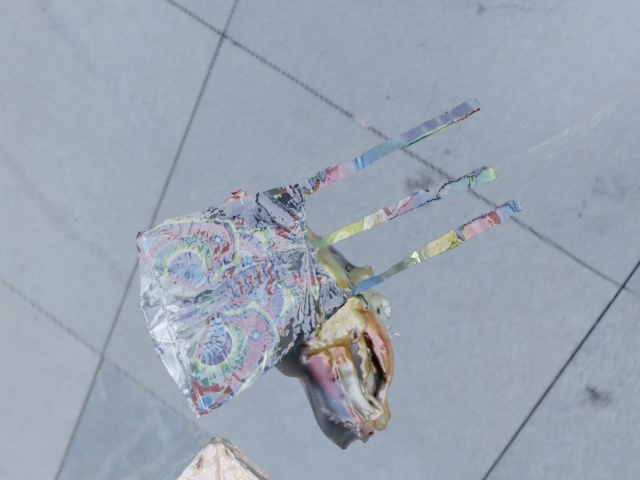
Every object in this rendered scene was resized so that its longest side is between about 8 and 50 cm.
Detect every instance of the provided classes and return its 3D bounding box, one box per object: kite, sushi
[{"bbox_3d":[0.000,0.000,0.706,0.286,0.015,0.152,-27,67,7],"label":"kite"},{"bbox_3d":[-0.002,0.050,0.801,0.097,0.103,0.226,-37,80,20],"label":"sushi"}]

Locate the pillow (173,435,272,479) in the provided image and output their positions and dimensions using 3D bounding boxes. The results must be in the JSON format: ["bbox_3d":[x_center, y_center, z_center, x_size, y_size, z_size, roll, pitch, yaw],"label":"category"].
[{"bbox_3d":[-0.081,0.221,0.526,0.126,0.043,0.232,43,97,8],"label":"pillow"}]
